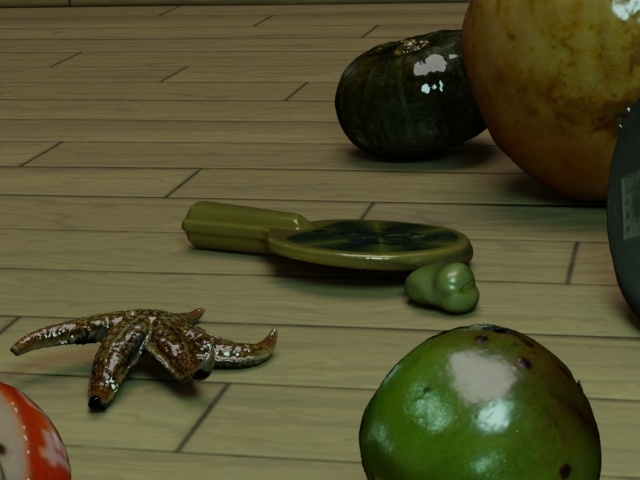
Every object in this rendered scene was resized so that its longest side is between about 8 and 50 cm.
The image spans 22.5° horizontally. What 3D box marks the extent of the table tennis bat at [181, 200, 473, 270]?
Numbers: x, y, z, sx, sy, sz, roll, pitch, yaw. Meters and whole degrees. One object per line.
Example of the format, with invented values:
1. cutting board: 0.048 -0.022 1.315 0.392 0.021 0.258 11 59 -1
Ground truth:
1. table tennis bat: 0.000 0.000 1.637 0.321 0.050 0.198 8 12 29

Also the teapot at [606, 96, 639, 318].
1. teapot: 0.408 -0.003 1.424 0.285 0.305 0.223 1 52 -12

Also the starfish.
1. starfish: -0.146 0.082 1.369 0.213 0.057 0.238 6 18 4

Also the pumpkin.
1. pumpkin: 0.131 -0.184 2.056 0.224 0.157 0.223 -19 18 6

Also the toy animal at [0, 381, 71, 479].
1. toy animal: -0.251 0.154 0.976 0.198 0.171 0.171 -15 20 -24

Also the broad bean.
1. broad bean: 0.114 0.042 1.490 0.063 0.045 0.083 -21 14 -26

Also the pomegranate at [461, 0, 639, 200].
1. pomegranate: 0.346 -0.244 1.807 0.410 0.410 0.410 -2 16 1

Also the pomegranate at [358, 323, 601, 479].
1. pomegranate: 0.081 0.141 0.995 0.205 0.159 0.159 -37 29 -19
